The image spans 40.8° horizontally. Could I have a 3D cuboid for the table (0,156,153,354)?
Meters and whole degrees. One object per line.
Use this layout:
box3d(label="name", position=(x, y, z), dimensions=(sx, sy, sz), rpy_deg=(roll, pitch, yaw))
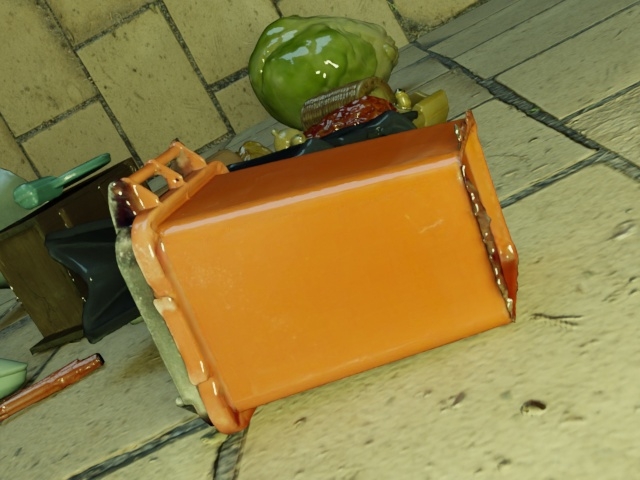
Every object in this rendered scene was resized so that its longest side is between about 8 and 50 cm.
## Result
box3d(label="table", position=(-0.320, 0.020, 1.162), dimensions=(0.172, 0.169, 0.193), rpy_deg=(-20, 15, 34))

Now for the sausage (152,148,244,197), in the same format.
box3d(label="sausage", position=(-0.174, -0.015, 1.095), dimensions=(0.123, 0.123, 0.253), rpy_deg=(-15, 19, 46))

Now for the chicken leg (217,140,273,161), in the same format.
box3d(label="chicken leg", position=(-0.149, -0.101, 1.459), dimensions=(0.101, 0.085, 0.207), rpy_deg=(22, 42, 14))

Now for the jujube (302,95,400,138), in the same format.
box3d(label="jujube", position=(0.028, -0.110, 1.095), dimensions=(0.176, 0.109, 0.112), rpy_deg=(-31, -25, 27))

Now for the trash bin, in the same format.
box3d(label="trash bin", position=(0.000, 0.000, 0.571), dimensions=(0.239, 0.184, 0.161), rpy_deg=(-18, 16, 20))

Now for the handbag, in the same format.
box3d(label="handbag", position=(-0.066, -0.024, 0.861), dimensions=(0.329, 0.122, 0.303), rpy_deg=(-17, 8, 34))

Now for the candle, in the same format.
box3d(label="candle", position=(-0.305, 0.165, 0.906), dimensions=(0.167, 0.021, 0.026), rpy_deg=(-29, 33, -6))

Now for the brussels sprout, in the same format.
box3d(label="brussels sprout", position=(-0.004, -0.345, 1.736), dimensions=(0.274, 0.242, 0.316), rpy_deg=(-8, 20, 40))

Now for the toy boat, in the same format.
box3d(label="toy boat", position=(0.052, -0.170, 1.230), dimensions=(0.089, 0.115, 0.310), rpy_deg=(-35, 14, -32))

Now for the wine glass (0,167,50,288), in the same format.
box3d(label="wine glass", position=(-0.648, 0.080, 1.468), dimensions=(0.267, 0.267, 0.406), rpy_deg=(-19, 21, 37))

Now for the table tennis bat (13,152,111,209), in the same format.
box3d(label="table tennis bat", position=(-0.350, -0.076, 1.151), dimensions=(0.124, 0.033, 0.201), rpy_deg=(-27, 9, 14))

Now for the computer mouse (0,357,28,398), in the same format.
box3d(label="computer mouse", position=(-0.475, 0.172, 0.954), dimensions=(0.159, 0.097, 0.288), rpy_deg=(-15, 7, 40))

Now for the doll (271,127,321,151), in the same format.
box3d(label="doll", position=(-0.016, -0.116, 1.020), dimensions=(0.093, 0.051, 0.061), rpy_deg=(-13, -20, 36))
